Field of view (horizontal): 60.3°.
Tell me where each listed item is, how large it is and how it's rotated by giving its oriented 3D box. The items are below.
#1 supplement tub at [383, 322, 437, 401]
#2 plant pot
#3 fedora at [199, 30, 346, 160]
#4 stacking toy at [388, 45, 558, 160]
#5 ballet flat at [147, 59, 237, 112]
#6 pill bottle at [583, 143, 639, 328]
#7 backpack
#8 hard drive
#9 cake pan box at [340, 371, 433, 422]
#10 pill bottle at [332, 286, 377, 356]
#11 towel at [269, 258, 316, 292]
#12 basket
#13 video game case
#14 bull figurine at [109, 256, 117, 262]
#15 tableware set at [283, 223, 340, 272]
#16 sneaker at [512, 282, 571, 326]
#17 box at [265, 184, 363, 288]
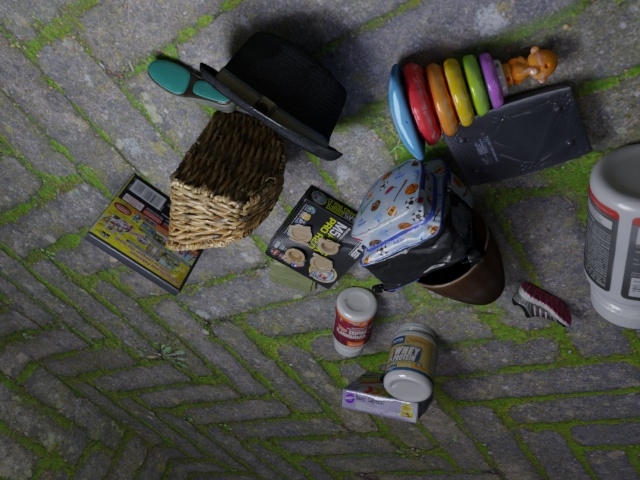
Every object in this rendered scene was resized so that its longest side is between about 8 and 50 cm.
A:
[{"bbox_3d":[0.273,0.361,1.644,0.144,0.200,0.144,10,137,10],"label":"supplement tub"},{"bbox_3d":[0.348,0.063,1.328,0.215,0.216,0.230,-17,140,34],"label":"plant pot"},{"bbox_3d":[-0.067,-0.304,1.097,0.333,0.334,0.153,32,101,-13],"label":"fedora"},{"bbox_3d":[0.285,-0.288,1.029,0.301,0.166,0.175,-17,113,19],"label":"stacking toy"},{"bbox_3d":[-0.286,-0.339,1.238,0.213,0.072,0.068,21,168,3],"label":"ballet flat"},{"bbox_3d":[0.654,0.003,1.125,0.210,0.210,0.363,0,134,21],"label":"pill bottle"},{"bbox_3d":[0.205,-0.051,1.203,0.276,0.263,0.213,-23,118,37],"label":"backpack"},{"bbox_3d":[0.394,-0.212,1.116,0.254,0.054,0.172,-15,127,32],"label":"hard drive"},{"bbox_3d":[0.224,0.501,1.783,0.245,0.266,0.070,7,92,23],"label":"cake pan box"},{"bbox_3d":[0.098,0.250,1.654,0.121,0.121,0.221,13,137,7],"label":"pill bottle"},{"bbox_3d":[-0.081,0.104,1.642,0.148,0.027,0.110,15,138,4],"label":"towel"},{"bbox_3d":[-0.198,-0.115,1.260,0.213,0.299,0.223,18,135,0],"label":"basket"},{"bbox_3d":[-0.450,-0.019,1.490,0.274,0.248,0.035,36,134,-17],"label":"video game case"},{"bbox_3d":[-0.530,0.001,1.611,0.310,0.188,0.101,9,116,3],"label":"bull figurine"},{"bbox_3d":[-0.025,0.026,1.457,0.140,0.020,0.169,18,137,2],"label":"tableware set"},{"bbox_3d":[0.575,0.177,1.444,0.170,0.063,0.075,31,136,-5],"label":"sneaker"},{"bbox_3d":[0.000,0.000,1.479,0.216,0.060,0.270,31,137,-11],"label":"box"}]
